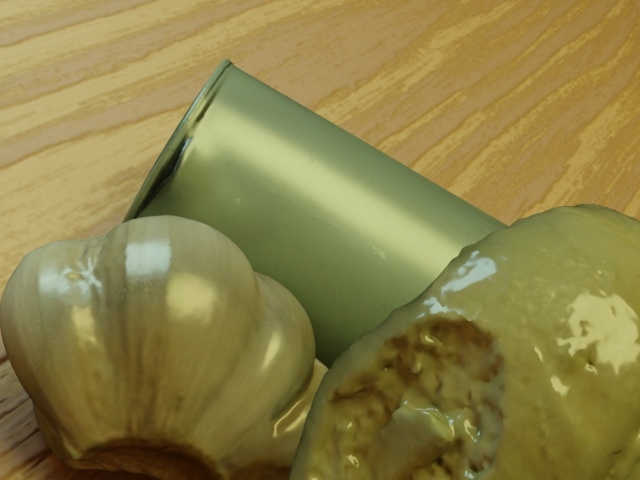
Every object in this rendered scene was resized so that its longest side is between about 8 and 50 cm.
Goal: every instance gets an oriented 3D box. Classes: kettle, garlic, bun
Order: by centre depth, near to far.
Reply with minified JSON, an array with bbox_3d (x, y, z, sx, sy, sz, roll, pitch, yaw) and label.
[{"bbox_3d":[0.157,0.161,0.792,0.364,0.364,0.202,-4,39,-44],"label":"bun"},{"bbox_3d":[-0.097,0.077,0.842,0.281,0.185,0.203,21,27,-22],"label":"garlic"},{"bbox_3d":[0.006,-0.009,1.020,0.318,0.205,0.265,30,37,-6],"label":"kettle"}]
